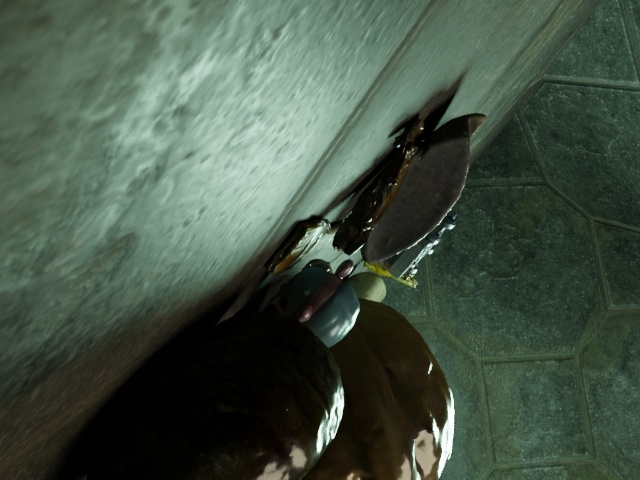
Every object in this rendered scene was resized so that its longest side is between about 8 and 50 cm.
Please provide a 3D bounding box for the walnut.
[{"bbox_3d":[0.031,0.276,1.185,0.383,0.383,0.383,-48,173,-8],"label":"walnut"}]

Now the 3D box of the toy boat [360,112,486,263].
[{"bbox_3d":[0.166,-0.106,1.173,0.276,0.111,0.293,-53,-176,33],"label":"toy boat"}]

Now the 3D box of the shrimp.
[{"bbox_3d":[0.089,-0.076,0.961,0.219,0.046,0.152,-54,176,-27],"label":"shrimp"}]

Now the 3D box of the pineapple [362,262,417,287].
[{"bbox_3d":[0.225,0.037,1.995,0.140,0.164,0.250,-55,171,-14],"label":"pineapple"}]

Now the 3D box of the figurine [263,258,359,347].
[{"bbox_3d":[-0.028,0.101,0.971,0.205,0.103,0.260,-36,179,-38],"label":"figurine"}]

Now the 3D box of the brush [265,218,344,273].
[{"bbox_3d":[0.000,0.000,0.972,0.085,0.020,0.336,-51,173,12],"label":"brush"}]

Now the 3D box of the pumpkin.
[{"bbox_3d":[-0.107,0.243,0.743,0.325,0.242,0.232,-54,-179,7],"label":"pumpkin"}]

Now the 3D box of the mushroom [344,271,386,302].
[{"bbox_3d":[0.119,0.219,2.020,0.243,0.243,0.243,-48,173,-8],"label":"mushroom"}]

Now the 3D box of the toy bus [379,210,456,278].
[{"bbox_3d":[0.210,-0.023,1.645,0.109,0.136,0.329,-54,171,25],"label":"toy bus"}]
